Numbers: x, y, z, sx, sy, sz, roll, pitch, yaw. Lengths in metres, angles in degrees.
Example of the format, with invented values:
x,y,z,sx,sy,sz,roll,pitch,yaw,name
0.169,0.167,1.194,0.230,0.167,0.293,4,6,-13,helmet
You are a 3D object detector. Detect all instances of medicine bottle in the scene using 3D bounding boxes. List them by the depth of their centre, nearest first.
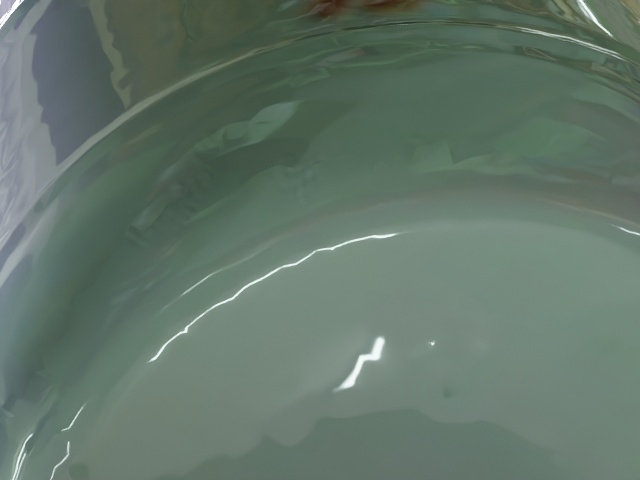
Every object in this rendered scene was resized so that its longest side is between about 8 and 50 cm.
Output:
x,y,z,sx,sy,sz,roll,pitch,yaw,name
0.000,0.000,0.611,0.241,0.241,0.302,0,-150,-11,medicine bottle
